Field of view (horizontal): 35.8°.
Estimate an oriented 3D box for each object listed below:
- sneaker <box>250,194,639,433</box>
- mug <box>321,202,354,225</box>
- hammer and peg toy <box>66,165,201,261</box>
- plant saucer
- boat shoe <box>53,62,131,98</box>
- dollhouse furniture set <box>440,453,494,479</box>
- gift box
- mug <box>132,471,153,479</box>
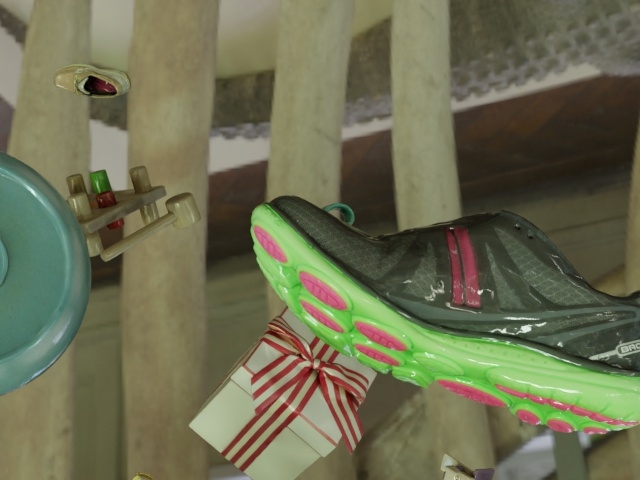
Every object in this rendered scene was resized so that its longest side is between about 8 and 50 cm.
[{"bbox_3d":[0.150,0.057,1.113,0.483,0.202,0.185,22,156,-2],"label":"sneaker"},{"bbox_3d":[-0.006,0.008,1.715,0.097,0.157,0.129,38,117,-26],"label":"mug"},{"bbox_3d":[-0.439,-0.059,1.976,0.361,0.127,0.266,-3,-162,33],"label":"hammer and peg toy"},{"bbox_3d":[-0.416,0.027,1.146,0.318,0.317,0.044,9,161,-27],"label":"plant saucer"},{"bbox_3d":[-0.380,-0.259,1.620,0.135,0.045,0.050,5,120,15],"label":"boat shoe"},{"bbox_3d":[0.188,0.380,1.484,0.091,0.114,0.081,7,-170,-40],"label":"dollhouse furniture set"},{"bbox_3d":[-0.061,0.306,1.856,0.255,0.276,0.258,37,126,-6],"label":"gift box"},{"bbox_3d":[-0.376,0.542,2.158,0.064,0.078,0.062,23,148,-28],"label":"mug"}]
